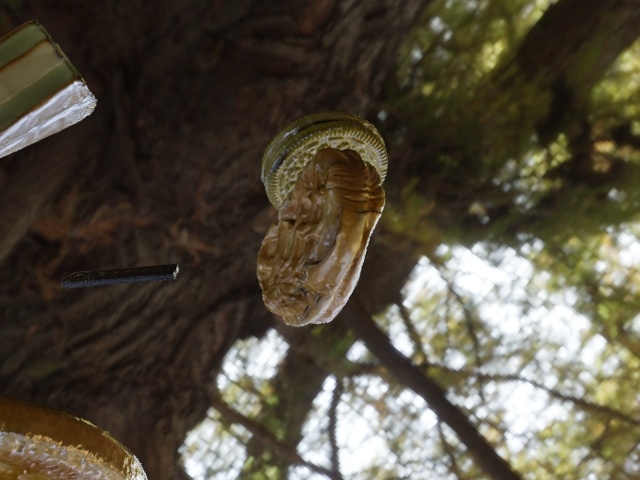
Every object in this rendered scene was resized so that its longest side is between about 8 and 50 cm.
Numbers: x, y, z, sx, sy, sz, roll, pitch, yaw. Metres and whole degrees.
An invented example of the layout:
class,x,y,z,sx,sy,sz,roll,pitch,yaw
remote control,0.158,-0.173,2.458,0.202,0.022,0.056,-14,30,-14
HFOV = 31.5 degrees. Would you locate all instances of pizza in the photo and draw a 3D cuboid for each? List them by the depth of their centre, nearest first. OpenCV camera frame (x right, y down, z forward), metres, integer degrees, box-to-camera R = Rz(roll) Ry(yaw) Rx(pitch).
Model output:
class,x,y,z,sx,sy,sz,roll,pitch,yaw
pizza,-0.309,0.258,1.287,0.365,0.182,0.074,46,-143,-49

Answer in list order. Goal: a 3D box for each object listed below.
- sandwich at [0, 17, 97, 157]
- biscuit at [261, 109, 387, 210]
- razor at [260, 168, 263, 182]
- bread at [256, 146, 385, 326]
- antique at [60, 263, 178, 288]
class,x,y,z,sx,sy,sz,roll,pitch,yaw
sandwich,-0.291,-0.113,1.025,0.079,0.163,0.113,52,175,6
biscuit,0.003,-0.047,0.734,0.084,0.084,0.023,22,-148,-37
razor,-0.012,-0.092,1.640,0.148,0.090,0.054,32,-161,21
bread,0.000,0.000,0.656,0.044,0.111,0.083,17,-148,-20
antique,-0.330,0.058,1.866,0.192,0.015,0.031,-5,-150,4
